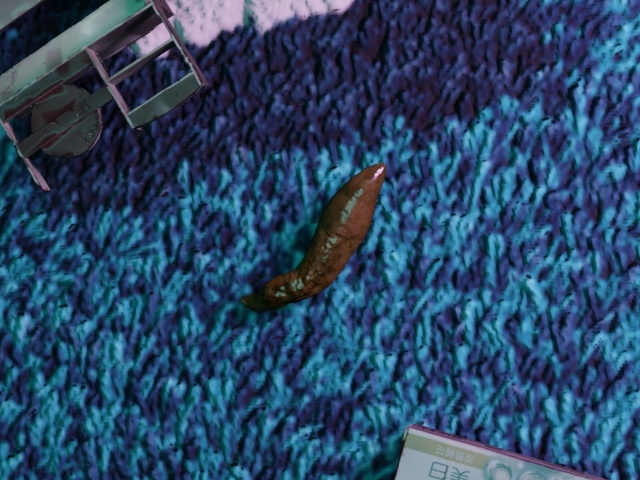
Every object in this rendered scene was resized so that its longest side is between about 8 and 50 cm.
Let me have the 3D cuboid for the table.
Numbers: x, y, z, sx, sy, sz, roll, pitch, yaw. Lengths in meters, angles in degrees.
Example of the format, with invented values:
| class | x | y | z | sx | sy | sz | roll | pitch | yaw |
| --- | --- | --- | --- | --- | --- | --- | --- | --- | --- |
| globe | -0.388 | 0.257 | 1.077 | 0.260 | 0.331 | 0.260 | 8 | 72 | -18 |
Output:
| class | x | y | z | sx | sy | sz | roll | pitch | yaw |
| --- | --- | --- | --- | --- | --- | --- | --- | --- | --- |
| table | -0.183 | -0.145 | 1.370 | 0.146 | 0.062 | 0.175 | -33 | 84 | 8 |

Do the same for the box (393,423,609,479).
| class | x | y | z | sx | sy | sz | roll | pitch | yaw |
| --- | --- | --- | --- | --- | --- | --- | --- | --- | --- |
| box | 0.161 | 0.187 | 1.327 | 0.218 | 0.039 | 0.055 | 16 | 91 | 9 |

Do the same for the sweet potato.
| class | x | y | z | sx | sy | sz | roll | pitch | yaw |
| --- | --- | --- | --- | --- | --- | --- | --- | --- | --- |
| sweet potato | 0.003 | 0.005 | 1.355 | 0.153 | 0.038 | 0.041 | -48 | 59 | 14 |
